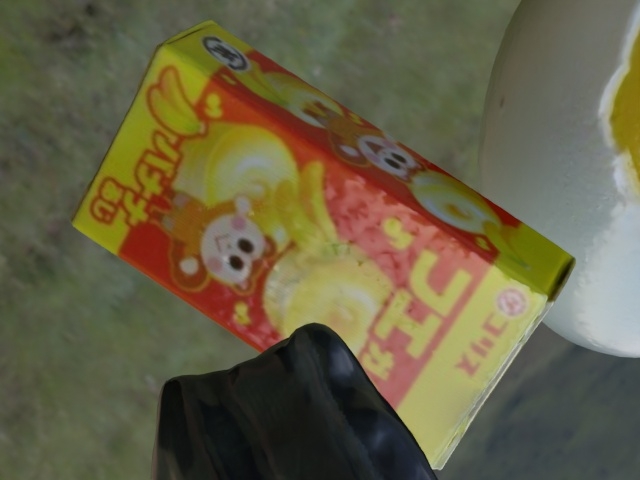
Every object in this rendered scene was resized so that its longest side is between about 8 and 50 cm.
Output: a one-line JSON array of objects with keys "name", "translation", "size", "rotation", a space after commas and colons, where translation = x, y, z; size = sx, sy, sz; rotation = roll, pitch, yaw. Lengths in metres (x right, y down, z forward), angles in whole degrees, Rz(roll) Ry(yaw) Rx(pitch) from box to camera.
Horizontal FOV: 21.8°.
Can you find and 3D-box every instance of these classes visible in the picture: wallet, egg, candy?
[{"name": "wallet", "translation": [0.027, 0.152, 0.333], "size": [0.052, 0.245, 0.168], "rotation": [-19, 150, -20]}, {"name": "egg", "translation": [0.248, -0.074, 1.175], "size": [0.283, 0.283, 0.345], "rotation": [-33, 153, -57]}, {"name": "candy", "translation": [0.000, 0.000, 1.008], "size": [0.146, 0.276, 0.088], "rotation": [-61, 172, 26]}]
